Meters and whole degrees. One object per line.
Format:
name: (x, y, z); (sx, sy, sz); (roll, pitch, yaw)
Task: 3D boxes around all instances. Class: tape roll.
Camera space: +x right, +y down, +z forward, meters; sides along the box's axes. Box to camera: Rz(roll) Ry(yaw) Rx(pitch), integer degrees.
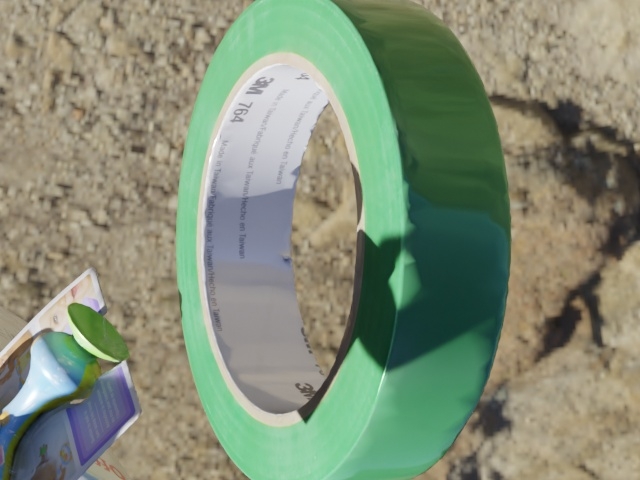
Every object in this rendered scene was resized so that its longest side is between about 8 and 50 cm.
tape roll: (0.000, 0.000, 0.857); (0.077, 0.321, 0.321); (0, 146, -29)

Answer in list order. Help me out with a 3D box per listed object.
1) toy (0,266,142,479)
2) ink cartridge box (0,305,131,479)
toy: (-0.204, 0.120, 0.712); (0.237, 0.137, 0.056); (-41, 128, 8)
ink cartridge box: (-0.291, 0.138, 1.074); (0.117, 0.283, 0.207); (-46, 134, 0)
